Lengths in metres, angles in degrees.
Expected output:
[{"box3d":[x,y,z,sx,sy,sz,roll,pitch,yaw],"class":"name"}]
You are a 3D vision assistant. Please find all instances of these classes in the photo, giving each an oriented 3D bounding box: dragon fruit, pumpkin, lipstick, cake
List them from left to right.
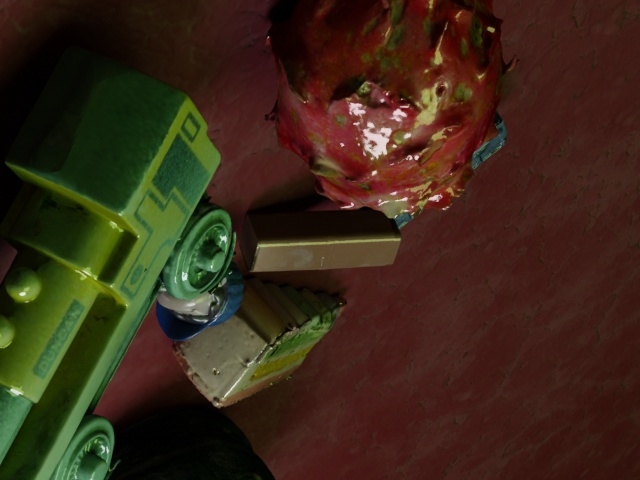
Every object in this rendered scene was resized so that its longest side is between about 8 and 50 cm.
[{"box3d":[-0.138,0.342,1.847,0.263,0.197,0.293,-11,118,-32],"class":"pumpkin"},{"box3d":[-0.060,0.091,1.834,0.109,0.090,0.225,-53,166,15],"class":"cake"},{"box3d":[0.000,0.000,1.733,0.145,0.045,0.045,-2,136,-20],"class":"lipstick"},{"box3d":[0.057,-0.147,1.508,0.268,0.210,0.205,106,4,-46],"class":"dragon fruit"}]

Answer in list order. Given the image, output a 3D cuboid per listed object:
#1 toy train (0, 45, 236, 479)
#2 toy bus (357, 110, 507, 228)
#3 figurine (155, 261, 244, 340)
[{"box3d":[-0.203,0.056,1.427,0.369,0.150,0.237,-63,161,-11],"class":"toy train"},{"box3d":[0.109,-0.071,1.805,0.166,0.047,0.065,-38,154,-1],"class":"toy bus"},{"box3d":[-0.132,0.031,1.652,0.149,0.086,0.087,45,53,-48],"class":"figurine"}]
